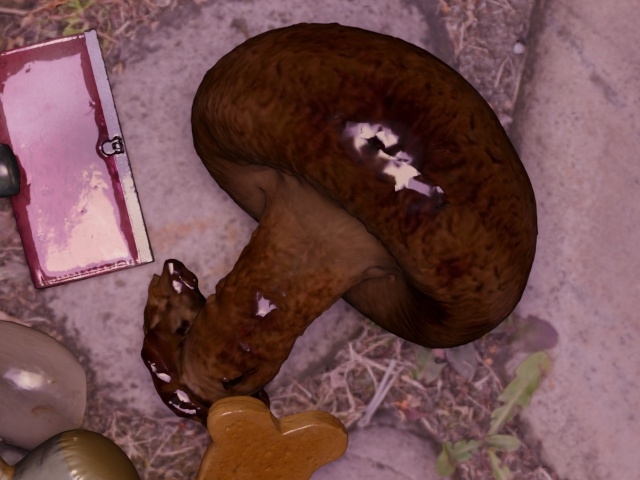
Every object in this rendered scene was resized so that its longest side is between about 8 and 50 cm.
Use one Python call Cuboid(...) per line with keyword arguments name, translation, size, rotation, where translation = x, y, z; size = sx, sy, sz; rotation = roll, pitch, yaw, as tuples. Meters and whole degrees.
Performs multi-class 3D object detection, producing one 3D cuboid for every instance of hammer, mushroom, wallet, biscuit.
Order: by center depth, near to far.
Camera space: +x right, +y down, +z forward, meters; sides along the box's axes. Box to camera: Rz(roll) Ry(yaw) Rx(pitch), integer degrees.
Cuboid(name="hammer", translation=(-0.319, 0.192, 1.591), size=(0.202, 0.113, 0.305), rotation=(-40, 112, 16))
Cuboid(name="mushroom", translation=(-0.006, -0.021, 1.601), size=(0.356, 0.334, 0.331), rotation=(-28, 91, -17))
Cuboid(name="biscuit", translation=(-0.083, 0.238, 1.655), size=(0.158, 0.035, 0.240), rotation=(21, 117, -26))
Cuboid(name="mushroom", translation=(-0.322, 0.118, 1.663), size=(0.225, 0.093, 0.116), rotation=(24, 105, -8))
Cuboid(name="wallet", translation=(-0.243, -0.077, 1.717), size=(0.119, 0.025, 0.232), rotation=(-15, 87, -6))

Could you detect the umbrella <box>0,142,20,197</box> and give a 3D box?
Cuboid(name="umbrella", translation=(-0.446, -0.027, 1.659), size=(0.349, 0.094, 0.143), rotation=(-15, 102, -2))
